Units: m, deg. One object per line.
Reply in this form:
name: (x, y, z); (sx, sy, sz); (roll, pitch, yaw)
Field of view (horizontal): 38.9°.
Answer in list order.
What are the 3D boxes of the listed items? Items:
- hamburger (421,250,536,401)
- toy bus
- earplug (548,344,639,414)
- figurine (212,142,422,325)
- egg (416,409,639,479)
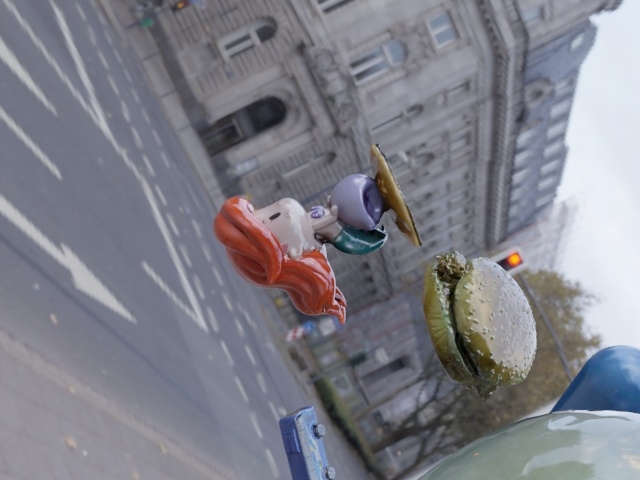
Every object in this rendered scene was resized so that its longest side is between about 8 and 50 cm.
hamburger: (0.230, 0.114, 1.319); (0.215, 0.122, 0.189); (52, 37, -33)
toy bus: (-0.020, 0.342, 1.424); (0.061, 0.051, 0.153); (-6, 79, -49)
earplug: (0.337, 0.243, 1.121); (0.132, 0.132, 0.273); (62, -38, 45)
figurine: (0.000, 0.000, 1.258); (0.208, 0.257, 0.181); (62, 6, -55)
egg: (0.146, 0.265, 0.605); (0.258, 0.352, 0.258); (52, 6, -7)
